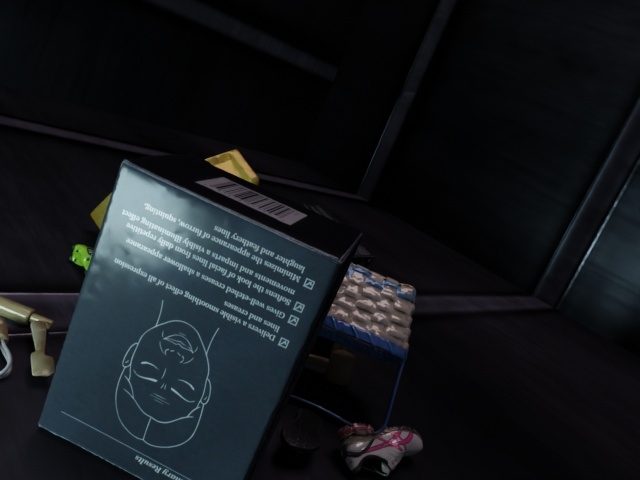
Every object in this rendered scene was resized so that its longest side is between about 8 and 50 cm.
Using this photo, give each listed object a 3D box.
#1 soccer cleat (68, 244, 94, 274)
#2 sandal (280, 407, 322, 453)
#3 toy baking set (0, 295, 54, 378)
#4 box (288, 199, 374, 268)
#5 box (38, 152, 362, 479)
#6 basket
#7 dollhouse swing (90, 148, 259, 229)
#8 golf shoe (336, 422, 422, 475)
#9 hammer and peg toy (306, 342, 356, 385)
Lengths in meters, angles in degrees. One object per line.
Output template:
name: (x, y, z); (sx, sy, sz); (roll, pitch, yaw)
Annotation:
soccer cleat: (-0.479, 0.055, 1.205); (0.072, 0.060, 0.179); (9, 17, -47)
sandal: (-0.032, 0.332, 0.947); (0.067, 0.040, 0.179); (31, 1, 8)
toy baking set: (-0.522, 0.147, 0.877); (0.256, 0.030, 0.197); (21, 17, -6)
box: (0.000, 0.000, 1.607); (0.261, 0.103, 0.184); (46, 24, 29)
box: (-0.158, 0.119, 0.781); (0.293, 0.396, 0.212); (25, 14, 6)
basket: (0.055, 0.200, 1.091); (0.254, 0.289, 0.201); (26, -19, 2)
dollhouse swing: (-0.324, -0.023, 1.418); (0.346, 0.305, 0.315); (-29, 6, -36)
golf shoe: (0.110, 0.372, 0.975); (0.186, 0.067, 0.086); (14, 44, -33)
hammer and peg toy: (-0.032, 0.174, 1.314); (0.265, 0.127, 0.361); (19, 15, -16)
